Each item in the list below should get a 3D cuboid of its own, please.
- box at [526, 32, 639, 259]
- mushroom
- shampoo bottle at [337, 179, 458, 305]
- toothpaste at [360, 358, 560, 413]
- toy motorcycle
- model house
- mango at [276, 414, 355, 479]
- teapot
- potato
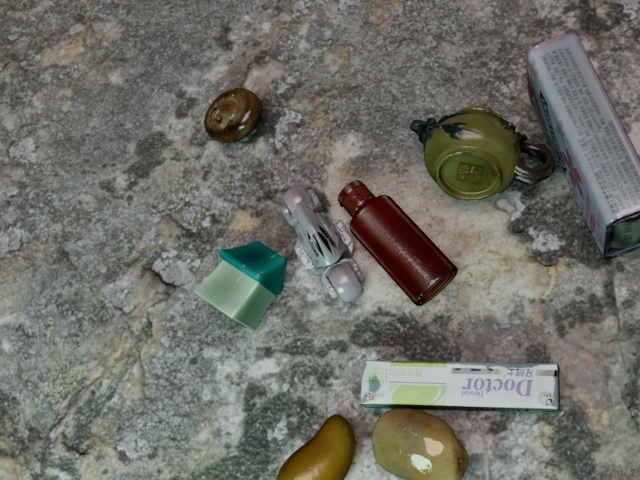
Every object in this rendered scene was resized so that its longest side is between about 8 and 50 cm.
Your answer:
[{"bbox_3d":[0.475,-0.160,1.704,0.112,0.190,0.370,-23,68,6],"label":"box"},{"bbox_3d":[-0.175,-0.248,1.964,0.126,0.085,0.109,-1,40,30],"label":"mushroom"},{"bbox_3d":[0.132,-0.005,1.804,0.102,0.064,0.260,-41,65,2],"label":"shampoo bottle"},{"bbox_3d":[0.239,0.249,1.684,0.336,0.067,0.081,-1,73,15],"label":"toothpaste"},{"bbox_3d":[0.000,0.000,1.813,0.112,0.112,0.254,-31,67,2],"label":"toy motorcycle"},{"bbox_3d":[-0.138,0.073,1.813,0.100,0.127,0.149,34,85,23],"label":"model house"},{"bbox_3d":[-0.003,0.389,1.689,0.102,0.085,0.184,32,71,27],"label":"mango"},{"bbox_3d":[0.293,-0.173,1.782,0.269,0.173,0.183,10,48,8],"label":"teapot"},{"bbox_3d":[0.164,0.346,1.645,0.178,0.118,0.109,14,39,32],"label":"potato"}]
